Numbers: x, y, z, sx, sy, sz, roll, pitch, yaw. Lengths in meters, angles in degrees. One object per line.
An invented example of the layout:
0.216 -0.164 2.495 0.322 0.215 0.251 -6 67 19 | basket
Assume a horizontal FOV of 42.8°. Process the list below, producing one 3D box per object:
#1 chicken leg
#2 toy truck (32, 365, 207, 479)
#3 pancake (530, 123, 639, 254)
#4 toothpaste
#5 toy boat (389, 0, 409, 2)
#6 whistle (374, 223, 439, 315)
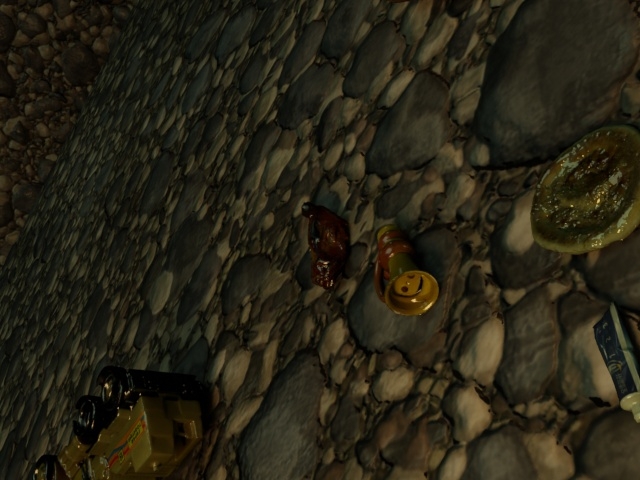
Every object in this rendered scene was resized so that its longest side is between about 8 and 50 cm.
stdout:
0.002 -0.003 0.862 0.145 0.038 0.062 -98 29 -45 | chicken leg
-0.234 0.260 0.954 0.257 0.127 0.127 -47 46 31 | toy truck
0.188 -0.034 0.572 0.108 0.017 0.108 -41 31 32 | pancake
0.181 0.074 0.490 0.083 0.019 0.027 -92 21 -49 | toothpaste
0.116 -0.314 0.862 0.310 0.089 0.115 6 75 61 | toy boat
0.070 0.027 0.720 0.046 0.057 0.109 -13 26 -1 | whistle
